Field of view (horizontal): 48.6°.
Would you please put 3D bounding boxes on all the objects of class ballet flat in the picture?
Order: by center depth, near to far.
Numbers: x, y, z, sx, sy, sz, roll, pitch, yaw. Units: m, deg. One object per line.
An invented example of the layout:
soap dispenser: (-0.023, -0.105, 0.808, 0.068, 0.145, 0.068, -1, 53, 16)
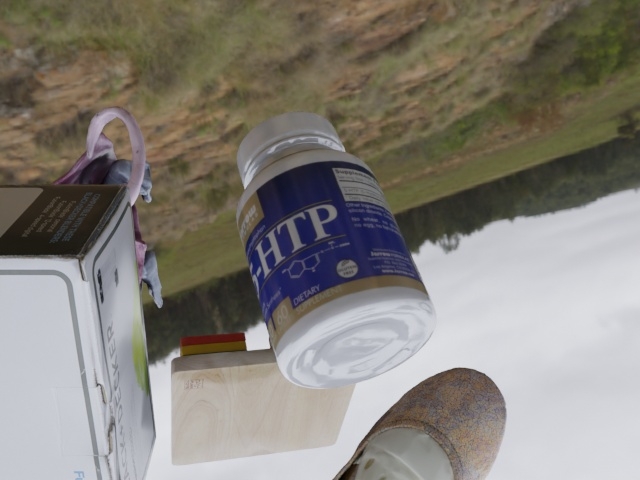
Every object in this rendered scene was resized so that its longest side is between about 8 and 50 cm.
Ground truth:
ballet flat: (0.043, 0.242, 0.615, 0.316, 0.107, 0.106, -52, 166, 15)

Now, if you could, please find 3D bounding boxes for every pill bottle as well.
pill bottle: (0.000, 0.000, 0.514, 0.112, 0.187, 0.112, -14, 145, -10)

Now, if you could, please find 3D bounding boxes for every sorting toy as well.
sorting toy: (-0.089, 0.213, 1.030, 0.255, 0.089, 0.257, -3, 137, -15)

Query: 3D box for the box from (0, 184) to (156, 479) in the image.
box: (-0.237, 0.064, 0.350, 0.289, 0.169, 0.087, -1, -155, -1)

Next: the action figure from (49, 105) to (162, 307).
action figure: (-0.366, 0.026, 0.776, 0.370, 0.248, 0.276, -6, 157, -15)
